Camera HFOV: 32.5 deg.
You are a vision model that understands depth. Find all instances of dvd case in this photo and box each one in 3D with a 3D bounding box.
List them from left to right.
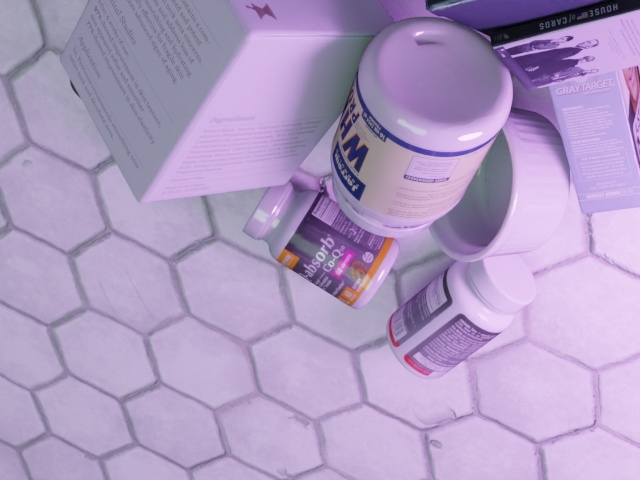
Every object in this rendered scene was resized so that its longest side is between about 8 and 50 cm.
[{"bbox_3d":[0.382,-0.279,1.552,0.239,0.029,0.179,-11,162,24],"label":"dvd case"}]

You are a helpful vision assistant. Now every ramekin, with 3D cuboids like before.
[{"bbox_3d":[0.299,-0.101,1.871,0.135,0.277,0.277,1,135,-27],"label":"ramekin"}]

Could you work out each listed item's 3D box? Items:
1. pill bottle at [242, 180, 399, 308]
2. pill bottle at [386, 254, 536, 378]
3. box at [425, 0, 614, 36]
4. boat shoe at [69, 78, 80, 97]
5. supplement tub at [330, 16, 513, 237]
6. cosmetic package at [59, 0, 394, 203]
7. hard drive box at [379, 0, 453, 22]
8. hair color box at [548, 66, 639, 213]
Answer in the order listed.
[{"bbox_3d":[0.000,0.000,2.125,0.278,0.162,0.162,31,129,-3],"label":"pill bottle"},{"bbox_3d":[0.272,0.136,2.117,0.161,0.161,0.283,40,128,-9],"label":"pill bottle"},{"bbox_3d":[0.261,-0.498,1.479,0.212,0.293,0.395,-9,88,27],"label":"box"},{"bbox_3d":[-0.341,-0.244,2.124,0.111,0.104,0.307,-33,106,26],"label":"boat shoe"},{"bbox_3d":[0.146,-0.168,1.730,0.236,0.235,0.325,25,149,3],"label":"supplement tub"},{"bbox_3d":[-0.156,-0.313,1.774,0.393,0.327,0.329,-49,63,40],"label":"cosmetic package"},{"bbox_3d":[0.158,-0.410,1.817,0.232,0.089,0.181,-32,108,36],"label":"hard drive box"},{"bbox_3d":[0.443,-0.251,1.758,0.114,0.185,0.374,-8,121,26],"label":"hair color box"}]
